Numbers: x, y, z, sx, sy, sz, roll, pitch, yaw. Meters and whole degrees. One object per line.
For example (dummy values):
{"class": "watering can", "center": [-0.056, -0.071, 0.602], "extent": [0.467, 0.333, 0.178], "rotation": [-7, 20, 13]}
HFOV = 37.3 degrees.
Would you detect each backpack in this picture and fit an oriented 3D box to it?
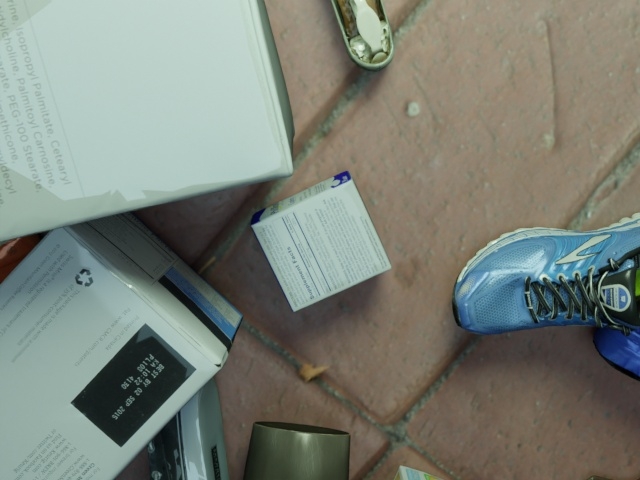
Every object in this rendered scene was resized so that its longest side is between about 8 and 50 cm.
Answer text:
{"class": "backpack", "center": [0.420, 0.126, 1.223], "extent": [0.120, 0.098, 0.101], "rotation": [23, 105, 1]}

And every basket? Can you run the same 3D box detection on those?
{"class": "basket", "center": [-0.036, 0.352, 1.206], "extent": [0.154, 0.204, 0.226], "rotation": [8, 84, -14]}

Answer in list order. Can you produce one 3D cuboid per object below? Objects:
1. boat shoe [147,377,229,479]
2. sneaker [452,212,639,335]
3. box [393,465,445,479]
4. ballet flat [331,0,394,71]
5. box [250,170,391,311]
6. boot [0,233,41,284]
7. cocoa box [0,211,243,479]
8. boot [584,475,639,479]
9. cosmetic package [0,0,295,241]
{"class": "boat shoe", "center": [-0.183, 0.327, 1.226], "extent": [0.105, 0.113, 0.306], "rotation": [-4, 95, 15]}
{"class": "sneaker", "center": [0.324, 0.047, 1.170], "extent": [0.330, 0.147, 0.129], "rotation": [-16, 105, 2]}
{"class": "box", "center": [0.123, 0.427, 1.279], "extent": [0.103, 0.114, 0.203], "rotation": [20, 103, -6]}
{"class": "ballet flat", "center": [0.039, -0.299, 1.103], "extent": [0.072, 0.068, 0.213], "rotation": [-20, 105, 3]}
{"class": "box", "center": [0.000, 0.000, 1.180], "extent": [0.137, 0.072, 0.126], "rotation": [-24, 105, 3]}
{"class": "boot", "center": [-0.413, 0.041, 1.181], "extent": [0.158, 0.059, 0.084], "rotation": [-30, 109, 4]}
{"class": "cocoa box", "center": [-0.291, 0.156, 1.083], "extent": [0.231, 0.228, 0.347], "rotation": [43, 98, -5]}
{"class": "boot", "center": [0.418, 0.333, 1.311], "extent": [0.114, 0.037, 0.106], "rotation": [11, 102, -1]}
{"class": "cosmetic package", "center": [-0.251, -0.201, 0.978], "extent": [0.394, 0.329, 0.327], "rotation": [-13, 103, 2]}
